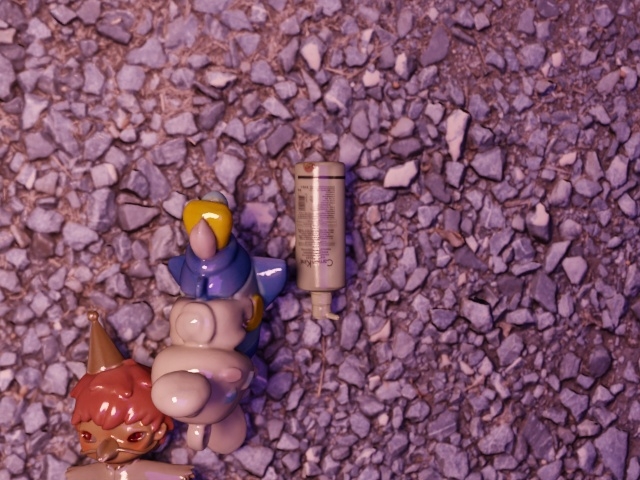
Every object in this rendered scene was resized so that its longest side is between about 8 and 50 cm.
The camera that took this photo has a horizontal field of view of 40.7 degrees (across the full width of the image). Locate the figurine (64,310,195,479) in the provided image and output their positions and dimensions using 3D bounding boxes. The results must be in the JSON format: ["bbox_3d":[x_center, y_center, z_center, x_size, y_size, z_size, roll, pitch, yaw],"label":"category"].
[{"bbox_3d":[-0.302,0.300,1.312,0.207,0.166,0.386,-2,96,12],"label":"figurine"}]

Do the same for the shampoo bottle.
[{"bbox_3d":[0.000,0.000,1.435,0.085,0.085,0.262,-2,94,-17],"label":"shampoo bottle"}]

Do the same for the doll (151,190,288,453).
[{"bbox_3d":[-0.151,0.133,1.305,0.187,0.376,0.365,10,70,-11],"label":"doll"}]
